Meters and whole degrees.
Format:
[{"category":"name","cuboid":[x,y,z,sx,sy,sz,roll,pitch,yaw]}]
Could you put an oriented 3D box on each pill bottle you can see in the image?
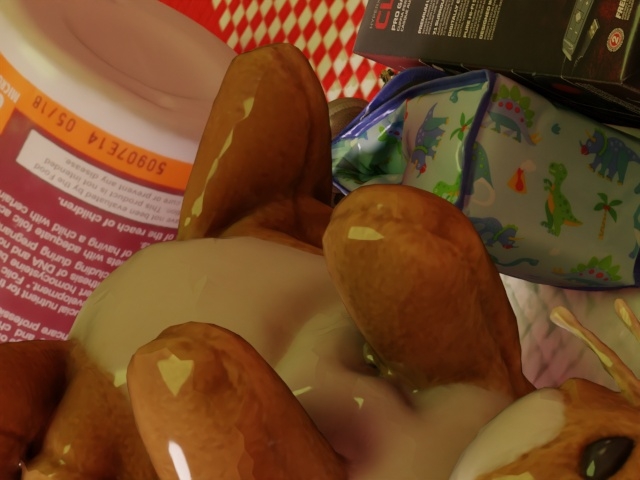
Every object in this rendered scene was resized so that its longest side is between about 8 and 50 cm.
[{"category":"pill bottle","cuboid":[-0.215,0.018,1.432,0.392,0.224,0.224,-59,31,22]}]

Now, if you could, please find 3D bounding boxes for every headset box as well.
[{"category":"headset box","cuboid":[0.144,-0.177,1.038,0.293,0.110,0.218,19,90,61]}]

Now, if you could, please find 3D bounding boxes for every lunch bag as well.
[{"category":"lunch bag","cuboid":[0.088,-0.029,1.033,0.151,0.129,0.096,-8,63,61]}]

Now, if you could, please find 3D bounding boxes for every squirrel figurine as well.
[{"category":"squirrel figurine","cuboid":[0.055,0.157,0.879,0.370,0.281,0.397,18,135,37]}]

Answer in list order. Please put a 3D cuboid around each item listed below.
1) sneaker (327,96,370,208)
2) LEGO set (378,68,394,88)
[{"category":"sneaker","cuboid":[0.000,0.000,1.257,0.071,0.066,0.188,49,123,39]},{"category":"LEGO set","cuboid":[0.058,-0.113,1.242,0.083,0.023,0.054,-49,36,35]}]
